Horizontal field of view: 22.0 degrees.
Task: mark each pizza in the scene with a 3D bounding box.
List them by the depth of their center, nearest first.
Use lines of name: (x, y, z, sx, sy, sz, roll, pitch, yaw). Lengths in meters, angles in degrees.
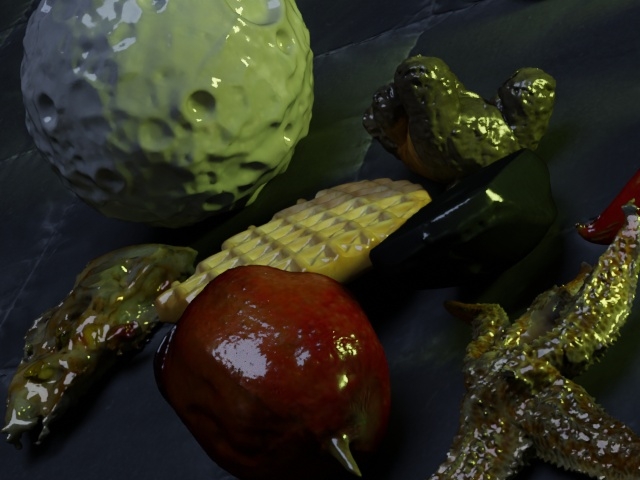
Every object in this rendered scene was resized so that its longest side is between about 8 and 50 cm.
pizza: (-0.264, 0.108, 1.777, 0.189, 0.071, 0.297, 0, 44, 46)

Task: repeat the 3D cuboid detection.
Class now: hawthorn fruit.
hawthorn fruit: (-0.031, 0.126, 1.392, 0.189, 0.189, 0.251, -37, 31, -5)

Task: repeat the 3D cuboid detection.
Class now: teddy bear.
teddy bear: (0.128, -0.117, 1.669, 0.177, 0.140, 0.190, 2, 9, -19)

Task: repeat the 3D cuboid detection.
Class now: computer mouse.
computer mouse: (0.142, -0.009, 1.471, 0.137, 0.086, 0.270, -31, 1, 24)

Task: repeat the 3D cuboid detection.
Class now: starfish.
starfish: (0.187, 0.091, 1.318, 0.301, 0.084, 0.293, -20, 32, 32)

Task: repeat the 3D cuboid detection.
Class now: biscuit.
biscuit: (0.000, 0.000, 1.598, 0.204, 0.040, 0.309, -3, 22, 44)

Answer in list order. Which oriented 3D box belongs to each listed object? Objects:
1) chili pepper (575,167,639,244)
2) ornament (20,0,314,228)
chili pepper: (0.367, -0.133, 1.455, 0.137, 0.092, 0.368, 9, 47, 44)
ornament: (-0.165, -0.189, 1.850, 0.337, 0.337, 0.337, -26, 29, 16)
